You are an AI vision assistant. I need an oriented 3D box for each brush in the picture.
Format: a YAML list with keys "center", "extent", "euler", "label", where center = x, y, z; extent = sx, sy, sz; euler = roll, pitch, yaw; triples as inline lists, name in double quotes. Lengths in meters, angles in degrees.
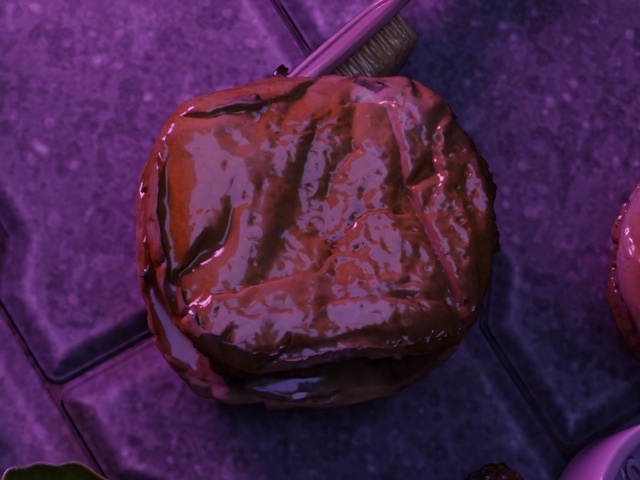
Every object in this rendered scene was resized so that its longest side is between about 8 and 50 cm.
- center: [0.073, -0.190, 1.658]
  extent: [0.313, 0.072, 0.067]
  euler: [-45, 111, -25]
  label: "brush"

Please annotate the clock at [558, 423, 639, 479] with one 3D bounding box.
- center: [0.273, 0.238, 1.533]
  extent: [0.197, 0.068, 0.197]
  euler: [10, 68, -26]
  label: "clock"

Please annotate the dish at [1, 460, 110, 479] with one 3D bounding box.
- center: [-0.177, 0.213, 1.469]
  extent: [0.137, 0.039, 0.091]
  euler: [1, 67, -15]
  label: "dish"

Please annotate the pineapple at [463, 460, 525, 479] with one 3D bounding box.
- center: [0.098, 0.240, 1.516]
  extent: [0.159, 0.074, 0.074]
  euler: [-40, 85, -15]
  label: "pineapple"

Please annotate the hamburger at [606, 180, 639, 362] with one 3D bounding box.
- center: [0.367, 0.024, 1.617]
  extent: [0.286, 0.146, 0.243]
  euler: [-14, 83, -19]
  label: "hamburger"

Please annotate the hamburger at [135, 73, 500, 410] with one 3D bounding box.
- center: [-0.001, 0.001, 1.525]
  extent: [0.283, 0.144, 0.259]
  euler: [0, 75, -9]
  label: "hamburger"
